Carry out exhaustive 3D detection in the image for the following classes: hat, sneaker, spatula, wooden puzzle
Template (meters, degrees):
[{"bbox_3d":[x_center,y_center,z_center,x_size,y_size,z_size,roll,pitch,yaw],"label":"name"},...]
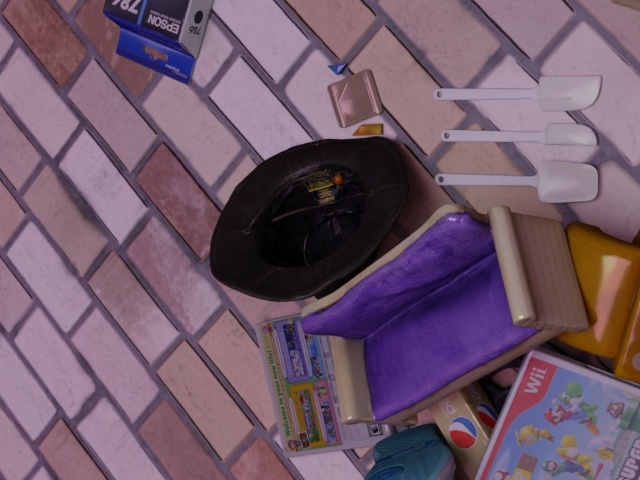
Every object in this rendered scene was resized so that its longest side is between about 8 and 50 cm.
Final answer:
[{"bbox_3d":[0.000,0.000,1.784,0.331,0.331,0.134,-1,134,31],"label":"hat"},{"bbox_3d":[0.147,0.376,1.687,0.127,0.319,0.208,-19,93,10],"label":"sneaker"},{"bbox_3d":[0.260,-0.137,1.718,0.242,0.019,0.168,3,97,30],"label":"spatula"},{"bbox_3d":[0.051,-0.204,1.840,0.079,0.014,0.116,-12,89,27],"label":"wooden puzzle"}]

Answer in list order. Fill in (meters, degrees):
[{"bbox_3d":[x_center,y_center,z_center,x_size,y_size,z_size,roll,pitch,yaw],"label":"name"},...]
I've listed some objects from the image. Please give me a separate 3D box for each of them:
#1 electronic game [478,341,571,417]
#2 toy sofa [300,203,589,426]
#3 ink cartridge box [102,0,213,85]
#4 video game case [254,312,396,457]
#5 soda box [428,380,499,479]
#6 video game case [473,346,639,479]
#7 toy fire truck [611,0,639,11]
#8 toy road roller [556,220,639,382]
[{"bbox_3d":[0.274,0.241,1.728,0.229,0.048,0.229,3,95,39],"label":"electronic game"},{"bbox_3d":[0.138,0.103,1.572,0.362,0.177,0.150,-38,53,45],"label":"toy sofa"},{"bbox_3d":[-0.236,-0.421,1.961,0.165,0.065,0.332,24,107,26],"label":"ink cartridge box"},{"bbox_3d":[0.006,0.210,1.901,0.193,0.023,0.212,-14,88,31],"label":"video game case"},{"bbox_3d":[0.192,0.229,1.724,0.061,0.058,0.181,-43,68,33],"label":"soda box"},{"bbox_3d":[0.364,0.273,1.624,0.285,0.025,0.204,20,107,2],"label":"video game case"},{"bbox_3d":[0.470,-0.209,1.469,0.159,0.217,0.246,-27,80,31],"label":"toy fire truck"},{"bbox_3d":[0.388,0.086,1.488,0.241,0.329,0.202,14,103,7],"label":"toy road roller"}]
